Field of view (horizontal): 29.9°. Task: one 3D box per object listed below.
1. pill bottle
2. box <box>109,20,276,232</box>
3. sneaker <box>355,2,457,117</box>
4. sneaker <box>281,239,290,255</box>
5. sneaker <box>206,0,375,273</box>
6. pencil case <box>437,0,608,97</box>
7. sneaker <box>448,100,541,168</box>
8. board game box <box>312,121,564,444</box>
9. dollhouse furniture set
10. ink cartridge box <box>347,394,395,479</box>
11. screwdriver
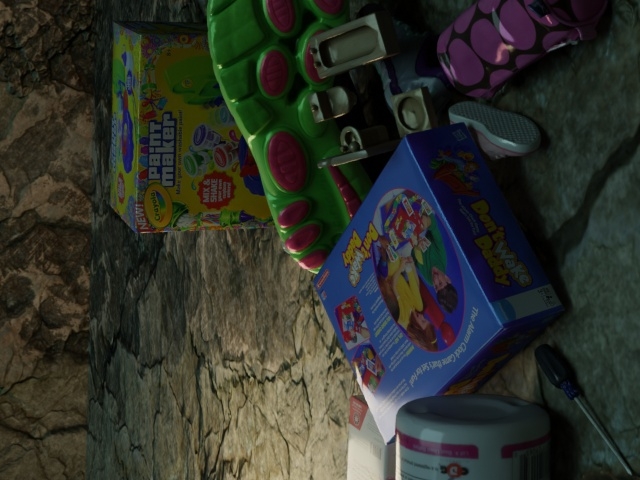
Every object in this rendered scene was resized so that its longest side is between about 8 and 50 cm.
[{"bbox_3d":[0.158,0.313,1.248,0.160,0.160,0.283,-168,77,-67],"label":"pill bottle"},{"bbox_3d":[-0.163,-0.176,1.808,0.177,0.279,0.289,-144,54,-62],"label":"box"},{"bbox_3d":[0.114,-0.227,1.434,0.098,0.083,0.223,-43,45,25],"label":"sneaker"},{"bbox_3d":[0.000,0.000,1.744,0.162,0.063,0.073,28,102,58],"label":"sneaker"},{"bbox_3d":[-0.035,-0.191,1.541,0.202,0.185,0.482,-105,5,-66],"label":"sneaker"},{"bbox_3d":[0.196,-0.210,1.193,0.098,0.095,0.209,64,157,2],"label":"pencil case"},{"bbox_3d":[0.189,-0.099,1.278,0.134,0.051,0.070,33,140,52],"label":"sneaker"},{"bbox_3d":[0.116,0.061,1.358,0.233,0.078,0.347,65,153,20],"label":"board game box"},{"bbox_3d":[0.026,-0.164,1.328,0.144,0.123,0.151,-11,97,48],"label":"dollhouse furniture set"},{"bbox_3d":[0.086,0.307,1.542,0.115,0.067,0.198,-159,69,-66],"label":"ink cartridge box"},{"bbox_3d":[0.258,0.163,1.173,0.170,0.024,0.025,58,173,46],"label":"screwdriver"}]
